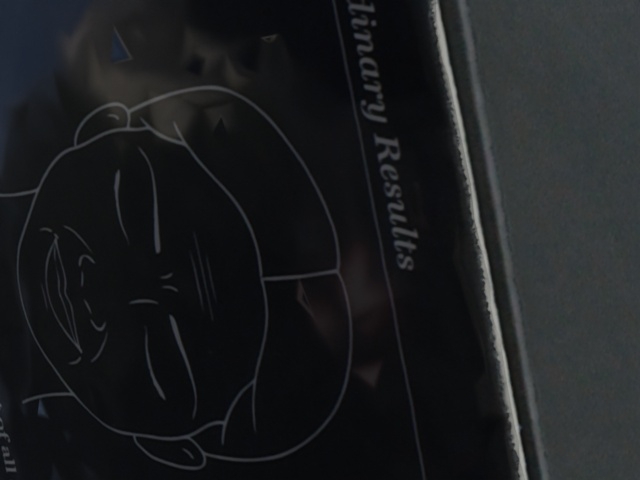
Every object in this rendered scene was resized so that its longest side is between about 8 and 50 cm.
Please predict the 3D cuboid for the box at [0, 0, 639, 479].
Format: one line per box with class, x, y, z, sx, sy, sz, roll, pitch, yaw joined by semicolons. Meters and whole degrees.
box;0.000;0.000;0.719;0.212;0.293;0.395;-13;5;-38
